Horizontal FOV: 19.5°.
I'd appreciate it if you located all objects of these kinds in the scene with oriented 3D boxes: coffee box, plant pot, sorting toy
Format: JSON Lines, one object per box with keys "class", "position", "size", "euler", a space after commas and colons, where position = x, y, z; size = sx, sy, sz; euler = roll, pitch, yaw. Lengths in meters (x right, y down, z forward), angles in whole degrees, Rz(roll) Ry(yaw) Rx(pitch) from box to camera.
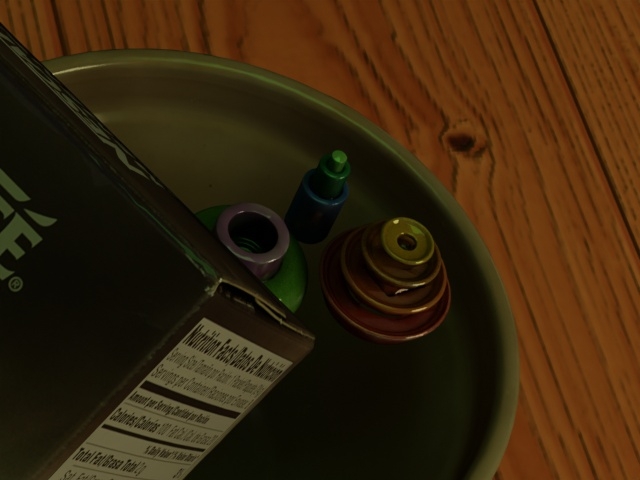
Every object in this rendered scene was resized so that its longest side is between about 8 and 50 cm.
{"class": "coffee box", "position": [-0.168, 0.070, 0.529], "size": [0.168, 0.119, 0.297], "euler": [43, 91, 16]}
{"class": "plant pot", "position": [-0.056, 0.051, 0.690], "size": [0.237, 0.110, 0.237], "euler": [10, 52, -13]}
{"class": "sorting toy", "position": [0.000, 0.000, 0.650], "size": [0.102, 0.042, 0.061], "euler": [10, 51, -12]}
